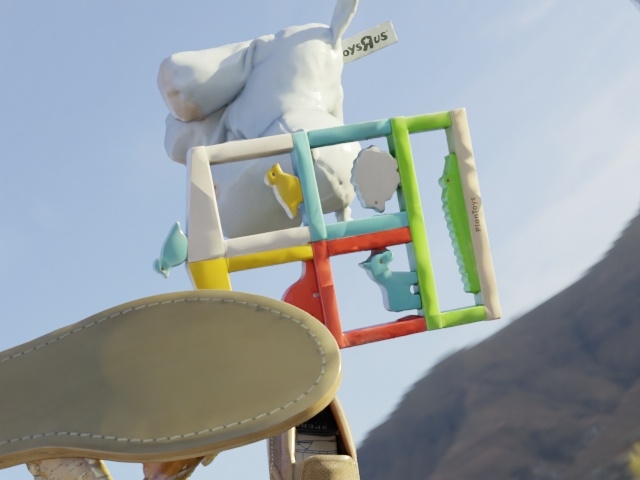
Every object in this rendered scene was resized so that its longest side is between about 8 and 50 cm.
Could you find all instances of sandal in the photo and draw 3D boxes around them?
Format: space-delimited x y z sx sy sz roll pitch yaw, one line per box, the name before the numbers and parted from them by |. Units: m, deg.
sandal | -0.100 0.086 0.619 0.240 0.088 0.079 -9 -46 9

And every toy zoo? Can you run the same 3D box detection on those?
toy zoo | 0.000 0.000 1.220 0.293 0.192 0.030 -10 -1 -11

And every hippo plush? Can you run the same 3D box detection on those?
hippo plush | -0.025 -0.098 1.534 0.294 0.236 0.234 -23 -39 8

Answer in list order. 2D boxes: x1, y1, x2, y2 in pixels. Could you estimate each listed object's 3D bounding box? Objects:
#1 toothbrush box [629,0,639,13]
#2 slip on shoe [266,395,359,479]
toothbrush box | 0.400 -0.209 1.048 0.283 0.122 0.206 -43 -54 8
slip on shoe | 0.001 0.122 0.691 0.051 0.135 0.041 6 -49 -13
